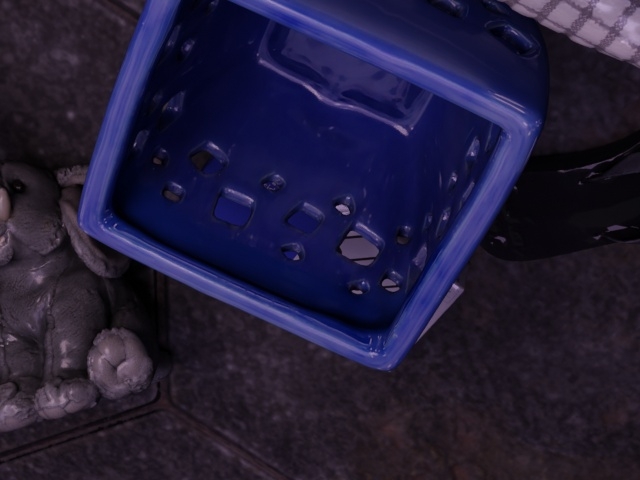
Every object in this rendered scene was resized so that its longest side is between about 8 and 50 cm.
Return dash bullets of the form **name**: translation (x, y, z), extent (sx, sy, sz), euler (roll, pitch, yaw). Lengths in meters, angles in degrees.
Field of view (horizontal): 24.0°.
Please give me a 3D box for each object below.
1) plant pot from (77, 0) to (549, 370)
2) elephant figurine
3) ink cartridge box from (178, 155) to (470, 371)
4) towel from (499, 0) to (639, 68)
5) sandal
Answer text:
- **plant pot**: translation (0.009, -0.095, 0.960), extent (0.236, 0.212, 0.236), euler (25, 131, -1)
- **elephant figurine**: translation (-0.209, 0.010, 1.129), extent (0.169, 0.186, 0.240), euler (-16, 88, -16)
- **ink cartridge box**: translation (0.000, 0.000, 1.125), extent (0.207, 0.046, 0.097), euler (35, 120, -7)
- **towel**: translation (0.112, -0.214, 0.849), extent (0.235, 0.284, 0.121), euler (26, 110, -2)
- **sandal**: translation (0.226, -0.033, 1.047), extent (0.254, 0.054, 0.097), euler (-19, 113, 22)
